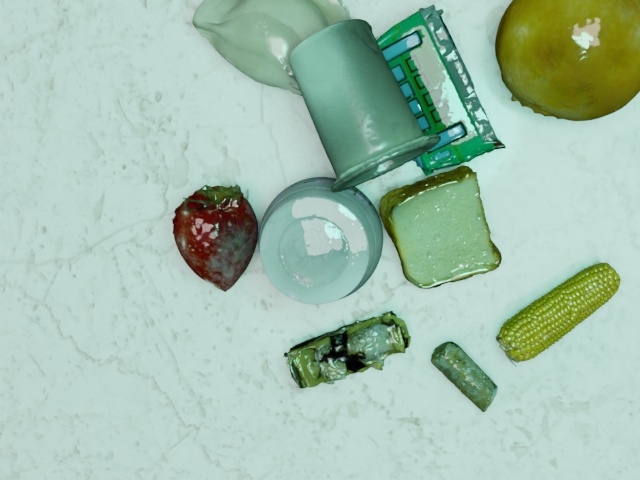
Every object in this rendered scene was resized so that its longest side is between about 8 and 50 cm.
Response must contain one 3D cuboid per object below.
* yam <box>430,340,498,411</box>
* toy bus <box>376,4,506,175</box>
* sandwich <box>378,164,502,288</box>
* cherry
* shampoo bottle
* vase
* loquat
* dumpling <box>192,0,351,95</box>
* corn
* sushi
[{"bbox_3d":[0.336,0.311,1.836,0.179,0.078,0.078,45,100,-1],"label":"yam"},{"bbox_3d":[0.238,-0.311,1.707,0.199,0.183,0.343,-26,93,12],"label":"toy bus"},{"bbox_3d":[0.264,-0.023,1.755,0.226,0.087,0.251,-21,117,4],"label":"sandwich"},{"bbox_3d":[-0.236,-0.003,1.803,0.175,0.192,0.250,2,108,41],"label":"cherry"},{"bbox_3d":[0.000,0.000,1.733,0.273,0.266,0.273,1,99,5],"label":"shampoo bottle"},{"bbox_3d":[0.071,-0.271,1.588,0.245,0.245,0.291,-25,85,9],"label":"vase"},{"bbox_3d":[0.516,-0.400,1.602,0.328,0.328,0.328,1,98,6],"label":"loquat"},{"bbox_3d":[-0.086,-0.466,1.737,0.341,0.181,0.260,27,80,28],"label":"dumpling"},{"bbox_3d":[0.532,0.160,1.780,0.305,0.106,0.106,-38,92,9],"label":"corn"},{"bbox_3d":[0.069,0.266,1.834,0.291,0.131,0.139,-21,94,0],"label":"sushi"}]
